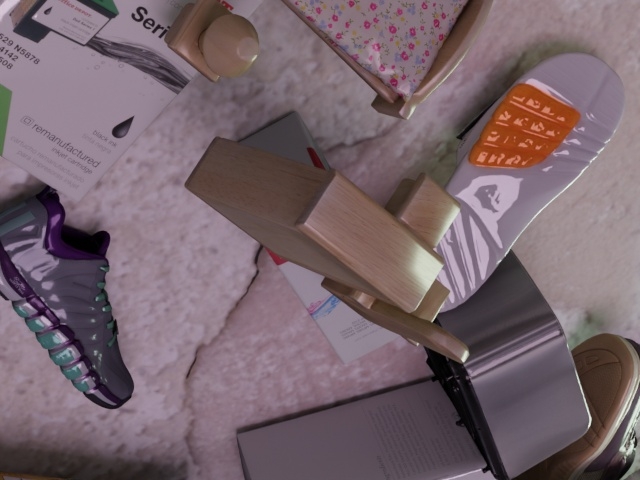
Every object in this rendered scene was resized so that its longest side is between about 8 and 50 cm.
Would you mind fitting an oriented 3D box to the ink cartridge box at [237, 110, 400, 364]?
[{"bbox_3d":[0.000,0.000,1.274,0.072,0.127,0.175,-28,128,4],"label":"ink cartridge box"}]

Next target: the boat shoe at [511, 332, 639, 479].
[{"bbox_3d":[0.274,0.205,1.540,0.092,0.103,0.285,0,128,-25],"label":"boat shoe"}]

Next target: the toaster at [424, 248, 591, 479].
[{"bbox_3d":[0.151,0.094,1.373,0.110,0.168,0.185,-26,130,-2],"label":"toaster"}]

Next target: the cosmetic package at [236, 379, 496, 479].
[{"bbox_3d":[0.050,0.280,1.490,0.225,0.138,0.224,-15,128,-10],"label":"cosmetic package"}]

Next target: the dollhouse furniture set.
[{"bbox_3d":[0.085,-0.134,1.089,0.303,0.174,0.355,39,80,-34],"label":"dollhouse furniture set"}]

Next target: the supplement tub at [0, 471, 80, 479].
[{"bbox_3d":[-0.255,0.327,1.364,0.316,0.228,0.228,11,120,-26],"label":"supplement tub"}]

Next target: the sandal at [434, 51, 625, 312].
[{"bbox_3d":[0.150,-0.059,1.313,0.102,0.076,0.265,40,92,-21],"label":"sandal"}]

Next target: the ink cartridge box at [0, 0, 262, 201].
[{"bbox_3d":[-0.175,-0.162,1.120,0.160,0.092,0.219,33,110,-35],"label":"ink cartridge box"}]

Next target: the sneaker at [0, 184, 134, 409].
[{"bbox_3d":[-0.198,0.051,1.277,0.098,0.083,0.223,-33,128,0],"label":"sneaker"}]

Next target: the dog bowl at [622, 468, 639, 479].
[{"bbox_3d":[0.261,0.392,1.556,0.349,0.102,0.349,-40,158,-20],"label":"dog bowl"}]
